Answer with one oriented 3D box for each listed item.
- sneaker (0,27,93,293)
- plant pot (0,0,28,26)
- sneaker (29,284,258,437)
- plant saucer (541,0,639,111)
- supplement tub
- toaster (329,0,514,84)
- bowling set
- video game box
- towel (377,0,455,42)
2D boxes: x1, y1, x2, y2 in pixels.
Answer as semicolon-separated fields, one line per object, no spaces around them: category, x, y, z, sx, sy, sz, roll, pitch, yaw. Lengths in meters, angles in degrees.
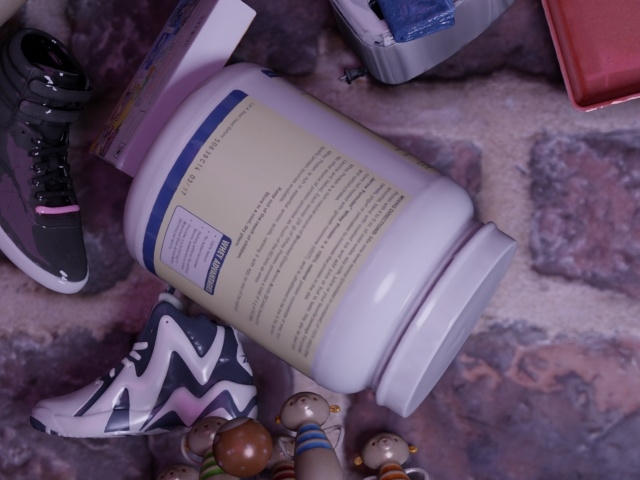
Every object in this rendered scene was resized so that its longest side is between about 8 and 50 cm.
sneaker;-0.296;-0.096;1.264;0.147;0.105;0.295;-36;71;32
plant pot;-0.428;-0.306;1.216;0.305;0.334;0.334;-39;76;-12
sneaker;-0.186;0.126;1.238;0.235;0.094;0.153;-6;79;10
plant saucer;0.353;-0.279;1.224;0.259;0.048;0.259;-15;80;8
supplement tub;0.000;0.000;1.150;0.325;0.235;0.235;33;88;13
toaster;0.095;-0.258;1.217;0.227;0.146;0.129;-35;76;4
bowling set;-0.044;0.203;1.135;0.287;0.199;0.154;-12;39;-3
video game box;-0.159;-0.161;1.236;0.048;0.187;0.205;32;88;-23
towel;0.081;-0.251;1.127;0.067;0.029;0.119;-21;78;7
